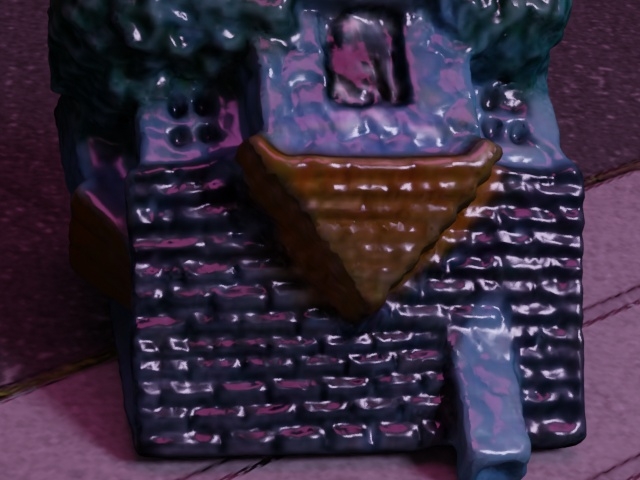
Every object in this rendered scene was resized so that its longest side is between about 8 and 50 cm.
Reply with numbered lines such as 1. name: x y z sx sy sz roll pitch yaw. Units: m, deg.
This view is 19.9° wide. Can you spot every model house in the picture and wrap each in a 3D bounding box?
1. model house: 0.000 0.000 0.903 0.261 0.226 0.241 -1 61 -11
